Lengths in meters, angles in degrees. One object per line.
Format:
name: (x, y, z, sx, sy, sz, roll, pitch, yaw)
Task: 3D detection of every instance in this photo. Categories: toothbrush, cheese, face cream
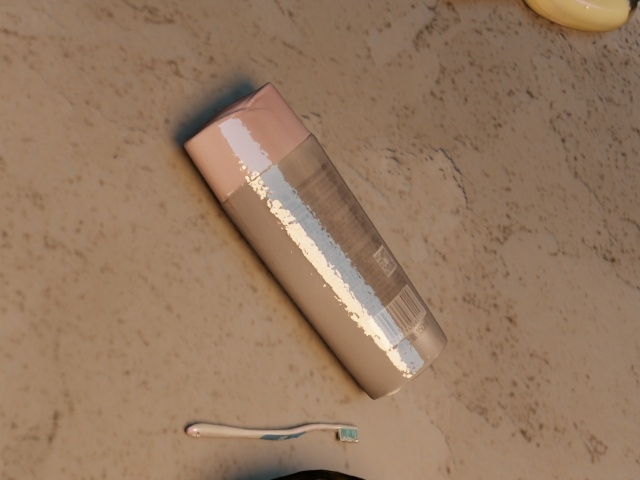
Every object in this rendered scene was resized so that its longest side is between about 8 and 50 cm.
toothbrush: (-0.036, 0.152, 1.015, 0.162, 0.014, 0.017, 9, 52, -32)
cheese: (0.228, -0.274, 1.311, 0.252, 0.054, 0.127, -10, 82, -36)
face cream: (0.000, 0.000, 1.049, 0.269, 0.073, 0.107, 54, 48, -9)

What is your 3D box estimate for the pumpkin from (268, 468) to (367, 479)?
pumpkin: (0.003, 0.274, 0.914, 0.224, 0.157, 0.223, 20, 49, -24)
